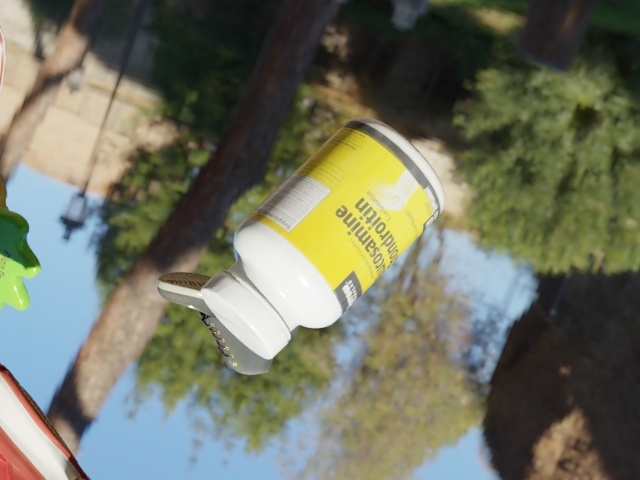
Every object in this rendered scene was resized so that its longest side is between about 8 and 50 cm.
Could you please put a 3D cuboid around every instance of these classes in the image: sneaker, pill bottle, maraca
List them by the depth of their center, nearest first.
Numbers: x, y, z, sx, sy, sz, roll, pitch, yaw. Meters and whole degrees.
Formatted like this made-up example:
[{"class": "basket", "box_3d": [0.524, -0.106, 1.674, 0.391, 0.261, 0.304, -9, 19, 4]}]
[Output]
[{"class": "sneaker", "box_3d": [-0.176, 0.184, 0.819, 0.221, 0.128, 0.087, 48, 170, 30]}, {"class": "pill bottle", "box_3d": [0.000, 0.000, 1.091, 0.103, 0.184, 0.103, 41, 165, 14]}, {"class": "maraca", "box_3d": [-0.281, -0.023, 1.093, 0.186, 0.127, 0.099, 42, -132, 13]}, {"class": "sneaker", "box_3d": [-0.150, 0.127, 2.129, 0.222, 0.118, 0.083, 18, -166, -21]}]

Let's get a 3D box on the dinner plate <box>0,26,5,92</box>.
[{"class": "dinner plate", "box_3d": [-0.343, -0.148, 1.432, 0.017, 0.141, 0.141, 13, -171, 4]}]
